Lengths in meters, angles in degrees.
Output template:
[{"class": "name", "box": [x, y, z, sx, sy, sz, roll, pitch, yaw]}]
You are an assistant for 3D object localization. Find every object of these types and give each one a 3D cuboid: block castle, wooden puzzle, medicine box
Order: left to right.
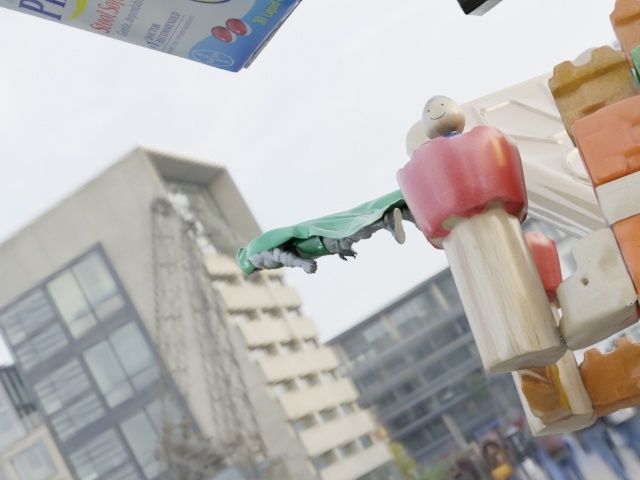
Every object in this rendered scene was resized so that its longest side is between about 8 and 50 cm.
[{"class": "medicine box", "box": [-0.162, -0.285, 1.085, 0.289, 0.149, 0.263, 13, -12, -15]}, {"class": "wooden puzzle", "box": [0.327, -0.107, 1.448, 0.347, 0.322, 0.081, -27, -51, -32]}, {"class": "block castle", "box": [0.300, -0.045, 0.868, 0.453, 0.213, 0.303, -21, -24, 11]}]

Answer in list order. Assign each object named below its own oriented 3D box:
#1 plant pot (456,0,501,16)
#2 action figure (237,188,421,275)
[{"class": "plant pot", "box": [0.175, -0.342, 1.194, 0.167, 0.187, 0.188, -28, 3, 15]}, {"class": "action figure", "box": [0.000, 0.000, 1.302, 0.232, 0.064, 0.137, -14, 4, 38]}]
